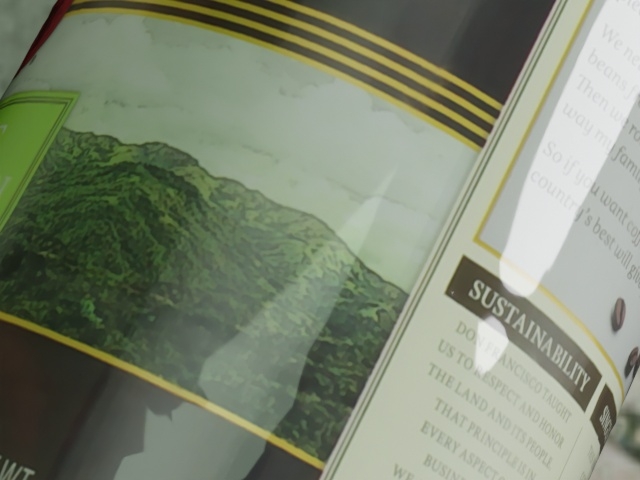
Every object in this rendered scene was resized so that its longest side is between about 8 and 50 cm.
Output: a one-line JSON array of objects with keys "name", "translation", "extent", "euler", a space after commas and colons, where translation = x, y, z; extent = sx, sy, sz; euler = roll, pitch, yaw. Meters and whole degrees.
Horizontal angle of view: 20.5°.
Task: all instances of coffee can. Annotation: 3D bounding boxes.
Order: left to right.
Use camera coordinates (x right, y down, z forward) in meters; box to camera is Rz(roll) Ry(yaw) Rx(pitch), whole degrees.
[{"name": "coffee can", "translation": [0.000, 0.000, 0.510], "extent": [0.202, 0.201, 0.275], "euler": [27, 74, -1]}]
